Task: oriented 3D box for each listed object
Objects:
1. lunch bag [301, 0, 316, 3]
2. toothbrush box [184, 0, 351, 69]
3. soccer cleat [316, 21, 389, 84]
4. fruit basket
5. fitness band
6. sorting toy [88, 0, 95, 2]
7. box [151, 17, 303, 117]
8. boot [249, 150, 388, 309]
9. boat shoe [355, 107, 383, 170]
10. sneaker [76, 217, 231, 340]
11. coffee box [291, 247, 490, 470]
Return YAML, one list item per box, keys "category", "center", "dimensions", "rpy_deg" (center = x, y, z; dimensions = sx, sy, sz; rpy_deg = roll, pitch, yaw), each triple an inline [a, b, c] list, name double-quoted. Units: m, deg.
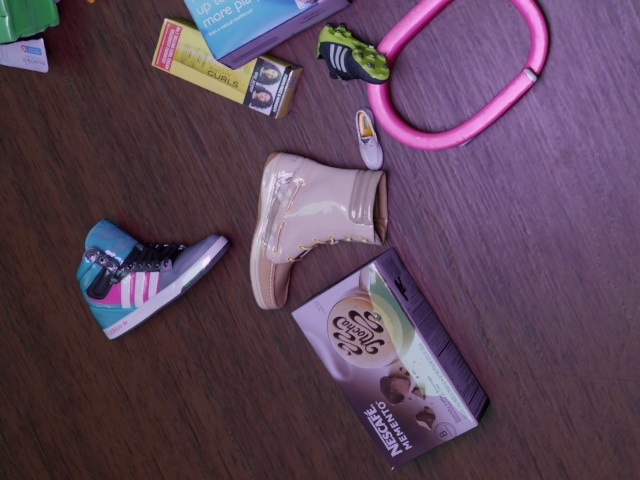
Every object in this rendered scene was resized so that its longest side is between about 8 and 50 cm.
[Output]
- category: "lunch bag"
  center: [-0.097, -0.473, 1.379]
  dimensions: [0.305, 0.212, 0.256]
  rpy_deg: [17, 111, 8]
- category: "toothbrush box"
  center: [-0.119, -0.439, 1.542]
  dimensions: [0.216, 0.126, 0.296]
  rpy_deg: [-27, 88, 8]
- category: "soccer cleat"
  center: [0.048, -0.266, 1.556]
  dimensions: [0.179, 0.060, 0.072]
  rpy_deg: [50, 134, 46]
- category: "fruit basket"
  center: [-0.591, -0.457, 1.712]
  dimensions: [0.353, 0.165, 0.327]
  rpy_deg: [19, 126, 38]
- category: "fitness band"
  center: [0.201, -0.263, 1.537]
  dimensions: [0.291, 0.054, 0.209]
  rpy_deg: [-42, 86, 21]
- category: "sorting toy"
  center: [-0.483, -0.530, 1.710]
  dimensions: [0.348, 0.047, 0.196]
  rpy_deg: [48, 129, -3]
- category: "box"
  center: [-0.149, -0.278, 1.655]
  dimensions: [0.232, 0.058, 0.087]
  rpy_deg: [25, 108, 13]
- category: "boot"
  center: [0.000, 0.000, 1.647]
  dimensions: [0.203, 0.095, 0.262]
  rpy_deg: [11, 101, 16]
- category: "boat shoe"
  center: [0.074, -0.157, 1.615]
  dimensions: [0.035, 0.035, 0.100]
  rpy_deg: [-6, 99, 20]
- category: "sneaker"
  center: [-0.304, 0.028, 1.748]
  dimensions: [0.295, 0.124, 0.178]
  rpy_deg: [-34, 99, 24]
- category: "coffee box"
  center: [0.113, 0.186, 1.630]
  dimensions: [0.168, 0.119, 0.297]
  rpy_deg: [-32, 90, 21]
